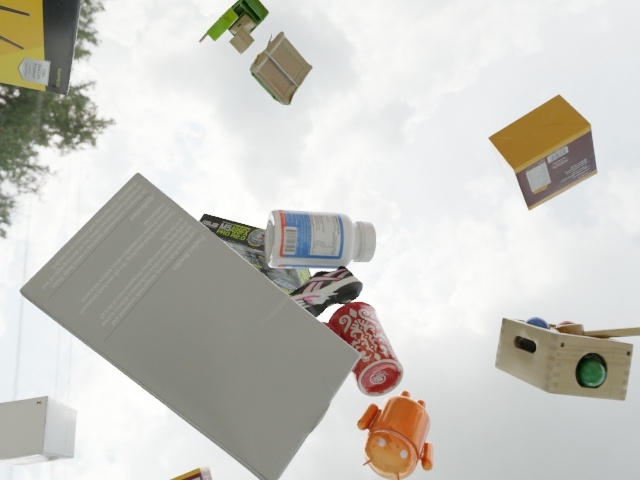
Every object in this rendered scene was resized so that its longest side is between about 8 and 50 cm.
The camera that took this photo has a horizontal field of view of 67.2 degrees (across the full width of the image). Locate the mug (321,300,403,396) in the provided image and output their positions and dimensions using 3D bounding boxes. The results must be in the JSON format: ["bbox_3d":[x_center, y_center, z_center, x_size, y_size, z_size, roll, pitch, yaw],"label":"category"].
[{"bbox_3d":[0.072,0.218,0.944,0.150,0.113,0.169,-14,-149,-10],"label":"mug"}]

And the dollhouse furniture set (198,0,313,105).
[{"bbox_3d":[-0.195,-0.551,1.455,0.151,0.301,0.198,-12,-139,50],"label":"dollhouse furniture set"}]

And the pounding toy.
[{"bbox_3d":[0.322,0.136,0.605,0.130,0.141,0.100,9,-91,-13],"label":"pounding toy"}]

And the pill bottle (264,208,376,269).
[{"bbox_3d":[0.000,0.000,1.022,0.221,0.124,0.124,3,-111,-18],"label":"pill bottle"}]

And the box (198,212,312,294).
[{"bbox_3d":[-0.163,0.044,1.212,0.269,0.216,0.060,15,-120,23],"label":"box"}]

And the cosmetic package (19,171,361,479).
[{"bbox_3d":[-0.099,0.073,0.404,0.238,0.107,0.127,43,-108,-7],"label":"cosmetic package"}]

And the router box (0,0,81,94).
[{"bbox_3d":[-0.276,-0.219,0.405,0.179,0.133,0.046,-53,-134,42],"label":"router box"}]

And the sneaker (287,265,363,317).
[{"bbox_3d":[-0.009,0.103,0.964,0.178,0.072,0.077,-15,-139,-16],"label":"sneaker"}]

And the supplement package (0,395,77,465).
[{"bbox_3d":[-0.572,0.385,0.963,0.105,0.179,0.105,-4,-117,-11],"label":"supplement package"}]

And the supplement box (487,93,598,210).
[{"bbox_3d":[0.556,-0.212,1.199,0.191,0.194,0.129,-31,-131,14],"label":"supplement box"}]

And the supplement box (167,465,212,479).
[{"bbox_3d":[-0.285,0.623,1.082,0.104,0.081,0.188,-21,-112,-4],"label":"supplement box"}]

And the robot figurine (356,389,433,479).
[{"bbox_3d":[0.176,0.446,1.096,0.128,0.219,0.158,-23,-76,37],"label":"robot figurine"}]
